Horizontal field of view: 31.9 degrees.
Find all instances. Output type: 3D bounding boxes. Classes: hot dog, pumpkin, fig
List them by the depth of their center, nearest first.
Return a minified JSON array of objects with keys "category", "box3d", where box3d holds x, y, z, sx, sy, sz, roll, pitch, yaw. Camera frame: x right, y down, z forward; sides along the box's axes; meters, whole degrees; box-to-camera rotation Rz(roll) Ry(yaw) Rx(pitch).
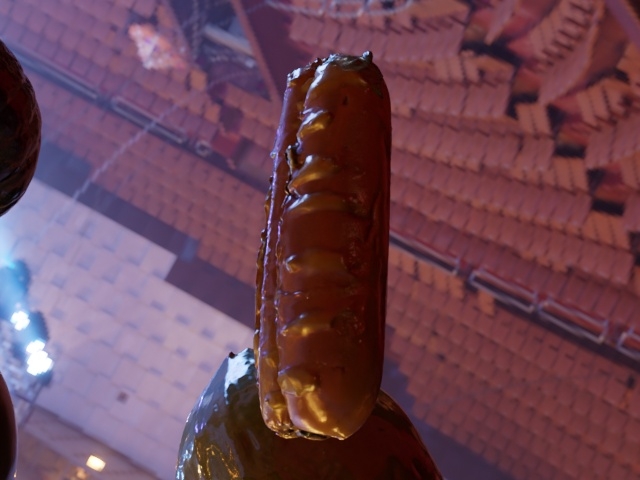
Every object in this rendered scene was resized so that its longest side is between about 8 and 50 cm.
[{"category":"hot dog","box3d":[0.000,0.000,0.731,0.072,0.269,0.115,8,156,-15]},{"category":"pumpkin","box3d":[-0.308,-0.095,0.851,0.202,0.140,0.202,18,138,17]},{"category":"fig","box3d":[-0.023,0.295,1.371,0.343,0.343,0.343,29,180,0]}]

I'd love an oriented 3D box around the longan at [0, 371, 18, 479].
[{"category":"longan","box3d":[-0.410,0.167,1.014,0.300,0.300,0.243,30,-137,24]}]
